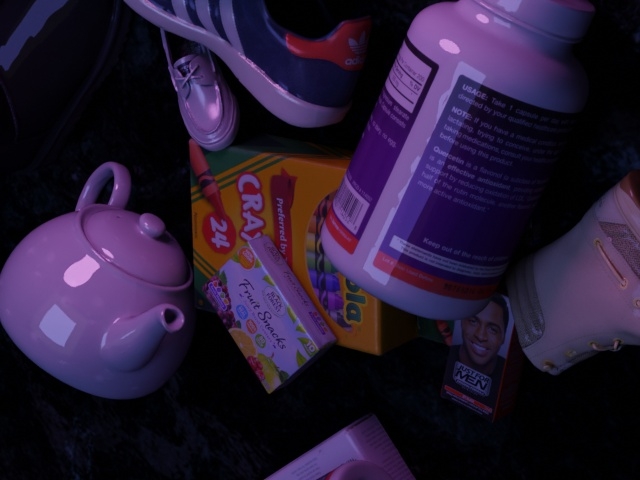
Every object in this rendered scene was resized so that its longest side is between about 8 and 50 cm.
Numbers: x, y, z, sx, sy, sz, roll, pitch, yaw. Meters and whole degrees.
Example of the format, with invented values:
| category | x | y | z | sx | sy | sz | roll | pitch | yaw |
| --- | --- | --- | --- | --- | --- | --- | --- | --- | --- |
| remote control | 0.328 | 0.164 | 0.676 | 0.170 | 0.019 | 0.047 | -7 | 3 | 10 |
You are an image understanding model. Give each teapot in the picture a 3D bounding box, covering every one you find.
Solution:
| category | x | y | z | sx | sy | sz | roll | pitch | yaw |
| --- | --- | --- | --- | --- | --- | --- | --- | --- | --- |
| teapot | -0.238 | 0.043 | 1.994 | 0.256 | 0.252 | 0.187 | 38 | 111 | 11 |

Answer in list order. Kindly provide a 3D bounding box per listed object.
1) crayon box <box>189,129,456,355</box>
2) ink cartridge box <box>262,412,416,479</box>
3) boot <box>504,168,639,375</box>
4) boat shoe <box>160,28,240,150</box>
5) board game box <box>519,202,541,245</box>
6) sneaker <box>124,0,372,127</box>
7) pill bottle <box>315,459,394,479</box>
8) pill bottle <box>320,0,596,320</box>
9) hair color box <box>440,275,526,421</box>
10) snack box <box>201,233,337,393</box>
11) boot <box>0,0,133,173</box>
| category | x | y | z | sx | sy | sz | roll | pitch | yaw |
| --- | --- | --- | --- | --- | --- | --- | --- | --- | --- |
| crayon box | 0.000 | 0.000 | 1.868 | 0.318 | 0.081 | 0.202 | 11 | 110 | 37 |
| ink cartridge box | 0.033 | 0.406 | 1.977 | 0.324 | 0.071 | 0.330 | -37 | 83 | 40 |
| boot | 0.299 | 0.091 | 1.637 | 0.203 | 0.095 | 0.262 | -39 | 76 | 40 |
| boat shoe | -0.137 | -0.184 | 1.895 | 0.066 | 0.063 | 0.184 | -20 | 61 | 17 |
| board game box | 0.179 | -0.044 | 1.746 | 0.090 | 0.020 | 0.090 | 6 | 107 | 39 |
| sneaker | -0.085 | -0.272 | 1.832 | 0.350 | 0.131 | 0.148 | 36 | 121 | 17 |
| pill bottle | 0.000 | 0.316 | 1.855 | 0.180 | 0.108 | 0.108 | -36 | 80 | 41 |
| pill bottle | 0.137 | -0.098 | 1.639 | 0.181 | 0.181 | 0.323 | 35 | 112 | 27 |
| hair color box | 0.174 | 0.108 | 1.782 | 0.072 | 0.043 | 0.141 | 25 | 117 | 33 |
| snack box | -0.056 | 0.079 | 1.860 | 0.100 | 0.037 | 0.141 | -44 | 75 | 39 |
| boot | -0.436 | -0.176 | 1.931 | 0.146 | 0.445 | 0.367 | 40 | 126 | 23 |
